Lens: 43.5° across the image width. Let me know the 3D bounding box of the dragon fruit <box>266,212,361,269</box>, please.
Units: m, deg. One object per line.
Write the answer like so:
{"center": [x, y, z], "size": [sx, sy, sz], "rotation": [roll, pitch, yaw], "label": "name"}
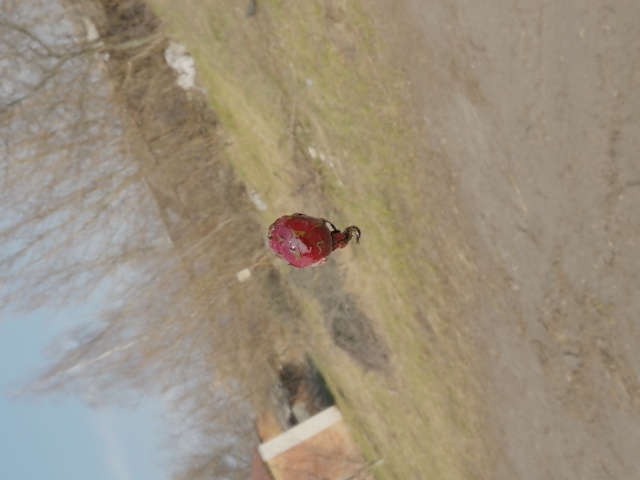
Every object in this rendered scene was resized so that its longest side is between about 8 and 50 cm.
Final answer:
{"center": [0.000, 0.000, 1.349], "size": [0.094, 0.190, 0.094], "rotation": [-2, 87, 56], "label": "dragon fruit"}
